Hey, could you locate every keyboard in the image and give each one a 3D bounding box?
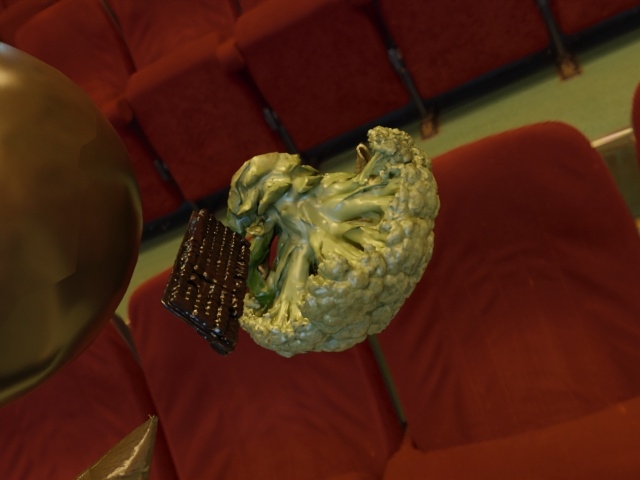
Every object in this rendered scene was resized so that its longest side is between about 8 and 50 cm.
[{"bbox_3d":[-0.095,0.025,0.658,0.023,0.072,0.231,-45,16,12],"label":"keyboard"}]

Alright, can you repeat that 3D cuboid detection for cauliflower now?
[{"bbox_3d":[0.000,0.000,0.882,0.275,0.250,0.272,-49,-7,-32],"label":"cauliflower"}]

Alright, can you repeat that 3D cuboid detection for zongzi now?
[{"bbox_3d":[-0.212,0.228,0.573,0.081,0.178,0.189,28,11,23],"label":"zongzi"}]

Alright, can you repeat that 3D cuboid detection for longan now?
[{"bbox_3d":[-0.351,-0.016,0.619,0.405,0.336,0.404,-3,29,2],"label":"longan"}]

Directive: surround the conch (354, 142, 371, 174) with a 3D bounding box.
[{"bbox_3d":[0.064,-0.030,1.175,0.115,0.234,0.137,-23,67,6],"label":"conch"}]
